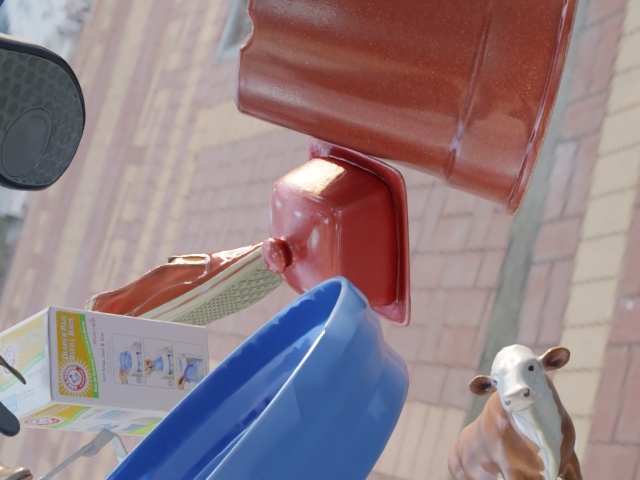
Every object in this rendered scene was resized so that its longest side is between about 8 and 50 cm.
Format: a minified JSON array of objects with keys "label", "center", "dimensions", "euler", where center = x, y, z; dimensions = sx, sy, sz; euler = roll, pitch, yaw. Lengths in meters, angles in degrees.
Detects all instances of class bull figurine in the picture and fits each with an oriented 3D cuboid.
[{"label":"bull figurine","center":[0.203,0.226,1.371],"dimensions":[0.310,0.101,0.188],"euler":[103,154,-67]}]

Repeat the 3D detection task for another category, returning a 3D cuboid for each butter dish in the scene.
[{"label":"butter dish","center":[0.000,0.000,1.249],"dimensions":[0.160,0.118,0.160],"euler":[30,131,51]}]

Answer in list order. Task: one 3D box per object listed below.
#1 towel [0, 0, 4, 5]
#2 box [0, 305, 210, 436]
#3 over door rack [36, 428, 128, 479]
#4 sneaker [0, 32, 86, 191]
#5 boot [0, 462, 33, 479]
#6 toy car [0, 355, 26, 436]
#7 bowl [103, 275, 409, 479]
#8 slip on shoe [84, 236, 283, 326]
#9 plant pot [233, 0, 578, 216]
[{"label":"towel","center":[-0.449,-0.263,1.212],"dimensions":[0.040,0.336,0.243],"euler":[114,175,-52]},{"label":"box","center":[-0.232,0.145,1.457],"dimensions":[0.114,0.203,0.103],"euler":[-25,63,43]},{"label":"over door rack","center":[-0.393,0.216,1.361],"dimensions":[0.239,0.324,0.108],"euler":[17,116,38]},{"label":"sneaker","center":[-0.244,-0.108,0.777],"dimensions":[0.086,0.163,0.226],"euler":[-62,-25,-5]},{"label":"boot","center":[-0.302,0.196,1.189],"dimensions":[0.118,0.042,0.087],"euler":[-42,73,39]},{"label":"toy car","center":[-0.369,0.119,1.296],"dimensions":[0.149,0.188,0.155],"euler":[-47,26,23]},{"label":"bowl","center":[-0.094,0.187,0.862],"dimensions":[0.391,0.077,0.391],"euler":[-46,5,5]},{"label":"slip on shoe","center":[-0.162,0.054,1.796],"dimensions":[0.101,0.331,0.123],"euler":[58,165,22]},{"label":"plant pot","center":[0.073,-0.181,1.205],"dimensions":[0.272,0.265,0.272],"euler":[13,-90,-88]}]
